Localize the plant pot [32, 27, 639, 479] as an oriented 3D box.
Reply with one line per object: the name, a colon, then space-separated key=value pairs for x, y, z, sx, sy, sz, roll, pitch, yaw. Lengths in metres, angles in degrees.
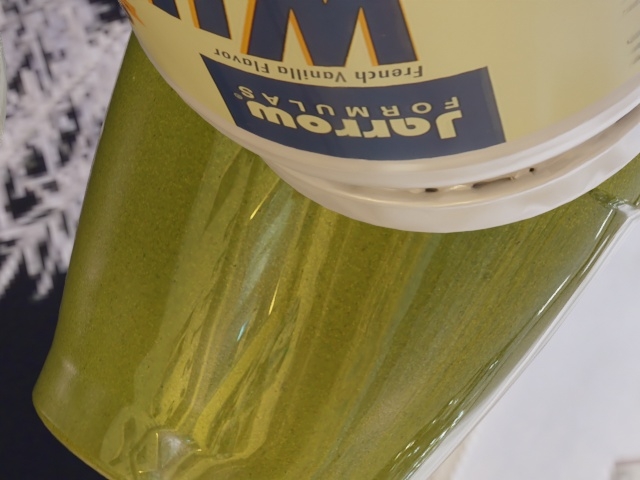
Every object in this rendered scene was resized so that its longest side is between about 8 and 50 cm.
plant pot: x=0.000 y=0.000 z=1.194 sx=0.366 sy=0.366 sz=0.353 roll=23 pitch=-84 yaw=-50

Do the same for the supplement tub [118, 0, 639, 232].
supplement tub: x=0.020 y=-0.161 z=0.623 sx=0.325 sy=0.235 sz=0.235 roll=64 pitch=-149 yaw=-61

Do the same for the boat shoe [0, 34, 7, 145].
boat shoe: x=-0.211 y=0.019 z=0.637 sx=0.319 sy=0.099 sz=0.116 roll=-65 pitch=-34 yaw=-35
